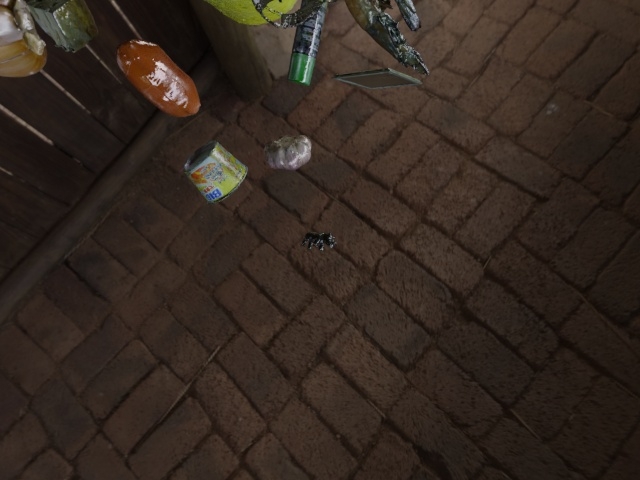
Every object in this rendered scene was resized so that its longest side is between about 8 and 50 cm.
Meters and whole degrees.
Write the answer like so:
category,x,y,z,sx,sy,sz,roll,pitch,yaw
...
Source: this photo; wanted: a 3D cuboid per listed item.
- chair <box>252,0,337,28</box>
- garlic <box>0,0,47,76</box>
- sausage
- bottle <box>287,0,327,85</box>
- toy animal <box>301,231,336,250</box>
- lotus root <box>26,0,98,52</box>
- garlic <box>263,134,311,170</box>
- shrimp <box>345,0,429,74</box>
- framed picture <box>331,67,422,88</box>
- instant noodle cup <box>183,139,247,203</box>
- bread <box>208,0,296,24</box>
category,x,y,z,sx,sy,sz,roll,pitch,yaw
chair,-0.049,-0.491,0.779,0.149,0.174,0.213,4,38,10
garlic,-0.638,-0.416,0.816,0.191,0.214,0.160,-13,98,-17
sausage,-0.446,-0.443,1.191,0.133,0.258,0.133,-19,51,25
bottle,-0.046,-0.735,1.544,0.093,0.093,0.329,18,105,18
toy animal,0.000,0.000,1.461,0.136,0.047,0.065,4,64,42
lotus root,-0.723,-0.631,1.217,0.138,0.119,0.235,-43,53,-13
garlic,-0.104,-0.289,1.430,0.159,0.102,0.147,-17,42,-2
shrimp,0.255,-0.748,1.472,0.445,0.272,0.085,43,77,-22
framed picture,0.214,-0.591,1.575,0.231,0.293,0.018,7,103,33
instant noodle cup,-0.390,-0.253,1.555,0.205,0.153,0.204,-28,35,22
bread,-0.228,-0.773,1.126,0.349,0.308,0.347,6,107,19
